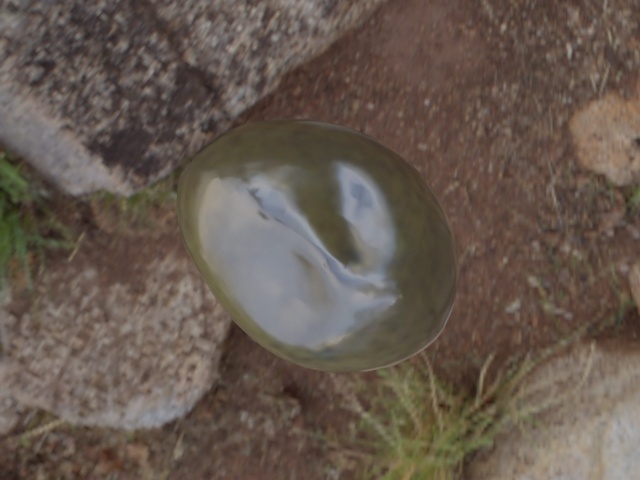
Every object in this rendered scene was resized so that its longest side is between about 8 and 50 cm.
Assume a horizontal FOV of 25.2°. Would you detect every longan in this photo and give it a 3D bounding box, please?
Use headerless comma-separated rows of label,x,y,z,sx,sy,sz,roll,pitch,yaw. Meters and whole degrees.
longan,0.000,0.000,1.634,0.350,0.288,0.288,34,117,-14
